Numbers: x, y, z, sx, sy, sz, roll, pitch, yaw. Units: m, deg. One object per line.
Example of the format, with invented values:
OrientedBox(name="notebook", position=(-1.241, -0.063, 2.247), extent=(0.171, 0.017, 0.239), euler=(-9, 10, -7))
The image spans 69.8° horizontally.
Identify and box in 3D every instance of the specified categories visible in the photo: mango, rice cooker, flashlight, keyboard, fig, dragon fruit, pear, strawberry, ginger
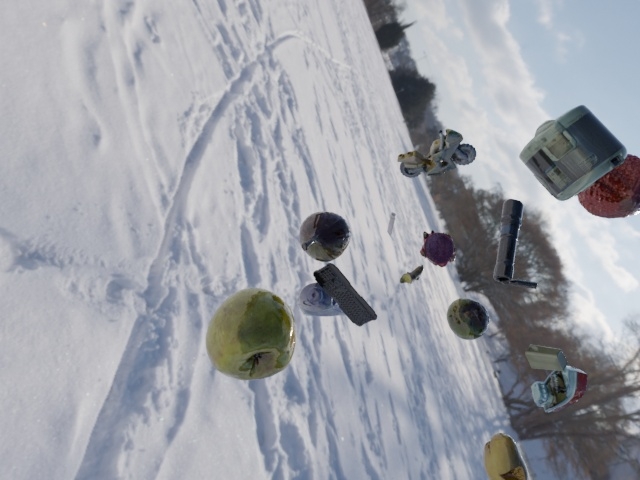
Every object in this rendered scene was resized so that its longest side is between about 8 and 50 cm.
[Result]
OrientedBox(name="mango", position=(0.713, 0.860, 1.773), extent=(0.167, 0.130, 0.262), euler=(4, -65, 59))
OrientedBox(name="rice cooker", position=(0.873, -0.308, 1.612), extent=(0.277, 0.288, 0.288), euler=(53, 12, 12))
OrientedBox(name="flashlight", position=(0.894, 0.003, 2.179), extent=(0.103, 0.103, 0.424), euler=(48, 53, -54))
OrientedBox(name="keyboard", position=(0.083, 0.190, 1.573), extent=(0.262, 0.106, 0.016), euler=(50, 37, -12))
OrientedBox(name="fig", position=(0.645, 0.348, 2.013), extent=(0.191, 0.180, 0.181), euler=(69, 8, -54))
OrientedBox(name="dragon fruit", position=(0.379, 0.027, 1.496), extent=(0.068, 0.126, 0.112), euler=(-162, -97, -85))
OrientedBox(name="fig", position=(0.000, 0.000, 1.811), extent=(0.217, 0.216, 0.321), euler=(66, 17, -6))
OrientedBox(name="pear", position=(-0.227, 0.299, 1.524), extent=(0.304, 0.303, 0.304), euler=(59, 17, -30))
OrientedBox(name="strawberry", position=(1.119, -0.191, 1.749), extent=(0.250, 0.238, 0.288), euler=(59, 25, -25))
OrientedBox(name="ginger", position=(0.406, 0.155, 2.012), extent=(0.137, 0.044, 0.057), euler=(-26, 78, -33))

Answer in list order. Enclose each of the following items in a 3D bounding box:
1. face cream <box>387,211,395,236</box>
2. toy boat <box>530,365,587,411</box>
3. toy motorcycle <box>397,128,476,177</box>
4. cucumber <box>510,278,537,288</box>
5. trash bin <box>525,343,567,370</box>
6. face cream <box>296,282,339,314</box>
OrientedBox(name="face cream", position=(0.305, -0.069, 1.977), extent=(0.038, 0.020, 0.115), euler=(-117, -156, -44))
OrientedBox(name="toy boat", position=(0.997, 0.618, 1.941), extent=(0.332, 0.133, 0.145), euler=(93, 0, -52))
OrientedBox(name="toy motorcycle", position=(0.335, -0.259, 1.355), extent=(0.130, 0.229, 0.094), euler=(53, 37, -40))
OrientedBox(name="cucumber", position=(0.982, 0.210, 2.262), extent=(0.043, 0.163, 0.039), euler=(79, 24, -63))
OrientedBox(name="trash bin", position=(0.644, 0.336, 1.310), extent=(0.043, 0.092, 0.061), euler=(-36, 105, -32))
OrientedBox(name="face cream", position=(0.000, 0.312, 2.230), extent=(0.420, 0.234, 0.137), euler=(69, 19, -67))
